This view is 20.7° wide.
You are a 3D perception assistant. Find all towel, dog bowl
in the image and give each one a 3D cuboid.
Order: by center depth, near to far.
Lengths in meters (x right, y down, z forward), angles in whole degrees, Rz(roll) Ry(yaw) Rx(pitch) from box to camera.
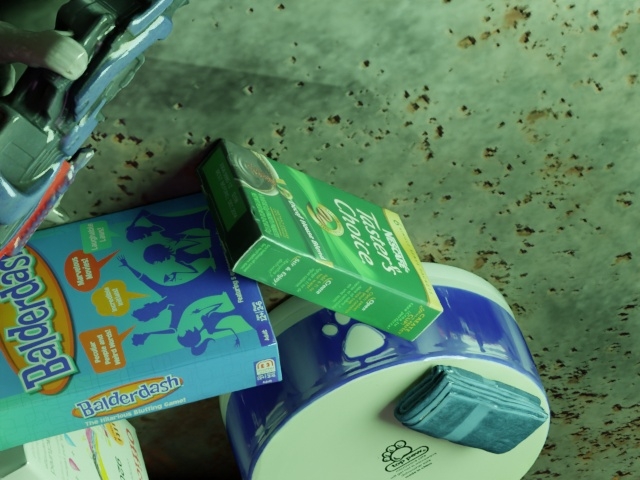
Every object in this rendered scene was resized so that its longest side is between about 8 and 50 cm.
[{"bbox_3d":[0.119,0.137,1.387,0.119,0.029,0.067,20,126,-37],"label":"towel"},{"bbox_3d":[0.054,0.144,1.471,0.264,0.104,0.265,-12,138,-10],"label":"dog bowl"}]

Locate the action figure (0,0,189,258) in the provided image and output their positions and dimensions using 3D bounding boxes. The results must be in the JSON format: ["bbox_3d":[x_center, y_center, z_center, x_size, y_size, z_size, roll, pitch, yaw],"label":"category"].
[{"bbox_3d":[-0.231,-0.121,1.077,0.341,0.178,0.330,-48,146,-9],"label":"action figure"}]

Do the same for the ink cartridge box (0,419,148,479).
[{"bbox_3d":[-0.248,0.191,1.352,0.168,0.171,0.233,-27,139,8],"label":"ink cartridge box"}]

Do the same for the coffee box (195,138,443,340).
[{"bbox_3d":[0.000,0.000,1.290,0.184,0.113,0.040,24,120,-37],"label":"coffee box"}]

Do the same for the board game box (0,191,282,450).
[{"bbox_3d":[-0.148,0.053,1.250,0.210,0.160,0.047,-14,138,-8],"label":"board game box"}]
